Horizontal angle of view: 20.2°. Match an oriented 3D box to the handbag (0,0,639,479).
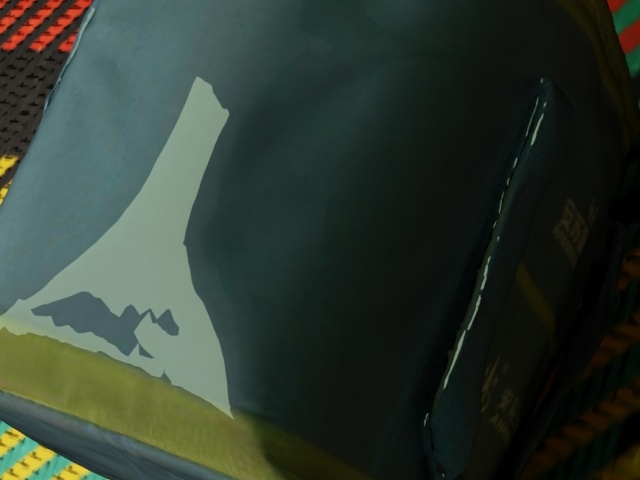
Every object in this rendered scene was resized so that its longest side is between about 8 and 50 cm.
[{"bbox_3d":[0.000,0.000,0.722,0.222,0.263,0.241,18,77,25],"label":"handbag"}]
